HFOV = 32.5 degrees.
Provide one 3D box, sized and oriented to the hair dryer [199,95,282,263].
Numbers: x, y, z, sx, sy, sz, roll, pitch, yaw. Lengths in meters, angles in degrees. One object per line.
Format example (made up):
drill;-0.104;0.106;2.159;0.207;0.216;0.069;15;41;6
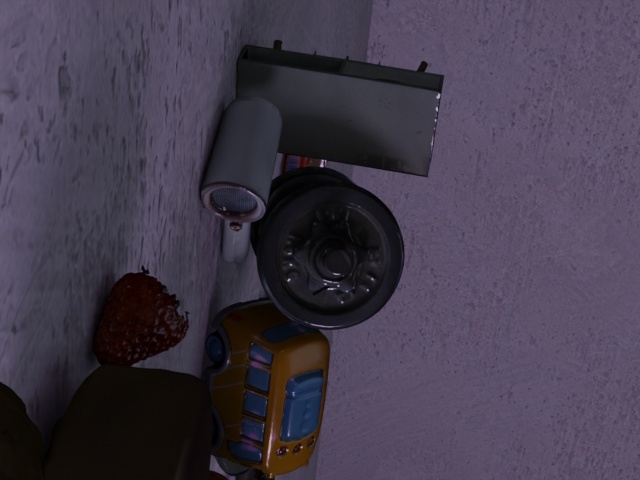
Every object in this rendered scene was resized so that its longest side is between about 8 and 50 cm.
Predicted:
hair dryer;-0.089;-0.047;1.284;0.236;0.073;0.131;96;4;-57

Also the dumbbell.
dumbbell;0.000;0.000;1.415;0.406;0.179;0.179;-127;-135;-82

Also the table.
table;0.026;-0.174;1.338;0.111;0.240;0.121;-73;171;-52

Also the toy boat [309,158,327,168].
toy boat;-0.022;-0.141;1.898;0.072;0.064;0.206;-111;-153;-62

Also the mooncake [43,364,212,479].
mooncake;-0.147;0.202;0.794;0.235;0.117;0.234;7;90;-86

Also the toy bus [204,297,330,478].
toy bus;-0.063;0.188;1.364;0.126;0.136;0.209;-9;112;-45

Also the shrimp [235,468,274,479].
shrimp;-0.111;0.358;1.791;0.178;0.075;0.289;96;-7;-58

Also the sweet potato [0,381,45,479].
sweet potato;-0.181;0.196;0.448;0.422;0.130;0.130;-86;-179;-49

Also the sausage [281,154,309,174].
sausage;-0.034;-0.165;1.801;0.050;0.048;0.145;100;-2;-75

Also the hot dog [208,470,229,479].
hot dog;-0.132;0.317;1.030;0.256;0.150;0.153;-71;178;-60

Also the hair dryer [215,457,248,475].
hair dryer;-0.120;0.200;1.508;0.199;0.067;0.167;-91;179;-50

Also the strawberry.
strawberry;-0.150;0.067;0.884;0.083;0.073;0.073;-40;158;-20
